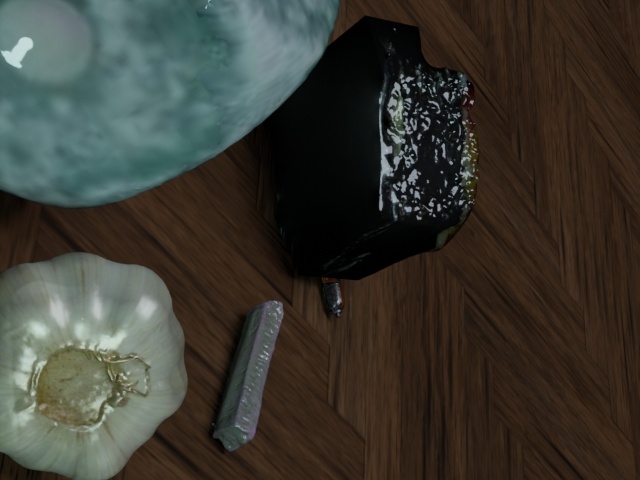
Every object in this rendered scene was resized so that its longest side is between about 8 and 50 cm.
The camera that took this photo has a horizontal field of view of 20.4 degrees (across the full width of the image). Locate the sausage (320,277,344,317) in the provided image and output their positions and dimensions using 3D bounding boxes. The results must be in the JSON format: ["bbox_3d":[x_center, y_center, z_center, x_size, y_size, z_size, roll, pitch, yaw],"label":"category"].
[{"bbox_3d":[0.000,0.000,2.136,0.028,0.025,0.198,-8,73,-21],"label":"sausage"}]

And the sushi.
[{"bbox_3d":[0.081,-0.100,2.084,0.212,0.215,0.227,4,62,-40],"label":"sushi"}]

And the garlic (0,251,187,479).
[{"bbox_3d":[-0.215,0.084,1.521,0.199,0.199,0.226,59,-2,-21],"label":"garlic"}]

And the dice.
[{"bbox_3d":[-0.196,-0.256,1.585,0.328,0.330,0.348,55,27,-27],"label":"dice"}]

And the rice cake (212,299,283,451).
[{"bbox_3d":[-0.074,0.136,1.859,0.036,0.047,0.206,48,31,-25],"label":"rice cake"}]
